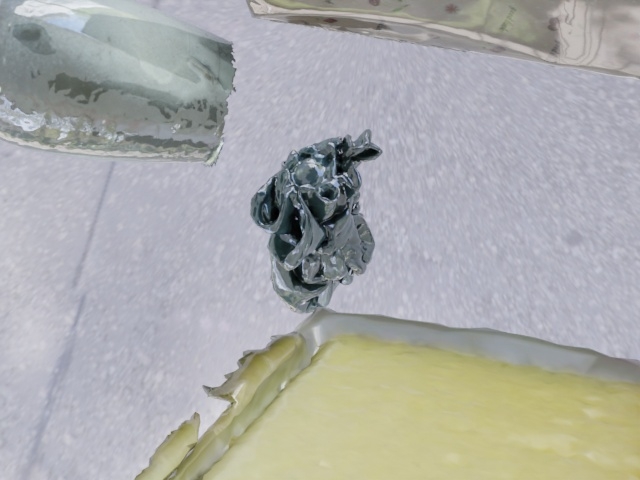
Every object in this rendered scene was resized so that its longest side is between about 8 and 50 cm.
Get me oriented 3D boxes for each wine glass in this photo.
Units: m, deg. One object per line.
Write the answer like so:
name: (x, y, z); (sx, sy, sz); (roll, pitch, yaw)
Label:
wine glass: (-0.162, -0.109, 0.770); (0.204, 0.111, 0.111); (8, 103, -24)

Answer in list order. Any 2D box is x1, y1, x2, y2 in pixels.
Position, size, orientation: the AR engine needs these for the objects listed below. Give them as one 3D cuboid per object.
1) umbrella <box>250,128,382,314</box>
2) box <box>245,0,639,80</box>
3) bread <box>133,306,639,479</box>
umbrella: (0.003, 0.000, 1.230); (0.143, 0.349, 0.094); (-36, 73, -11)
box: (0.101, -0.250, 0.743); (0.297, 0.190, 0.225); (12, 73, 10)
bread: (0.074, 0.103, 0.262); (0.345, 0.405, 0.242); (10, 74, 18)
